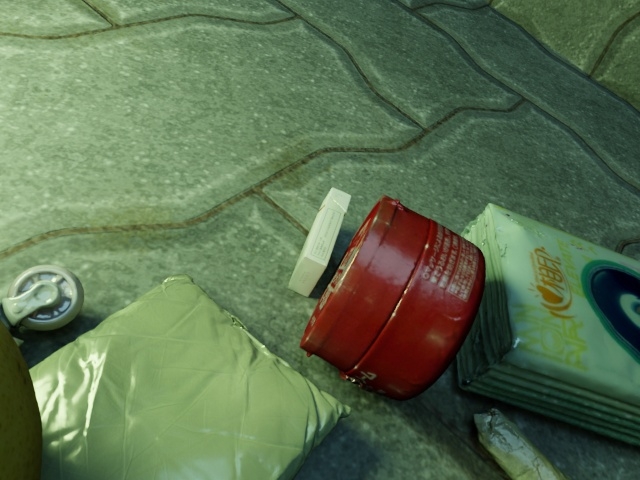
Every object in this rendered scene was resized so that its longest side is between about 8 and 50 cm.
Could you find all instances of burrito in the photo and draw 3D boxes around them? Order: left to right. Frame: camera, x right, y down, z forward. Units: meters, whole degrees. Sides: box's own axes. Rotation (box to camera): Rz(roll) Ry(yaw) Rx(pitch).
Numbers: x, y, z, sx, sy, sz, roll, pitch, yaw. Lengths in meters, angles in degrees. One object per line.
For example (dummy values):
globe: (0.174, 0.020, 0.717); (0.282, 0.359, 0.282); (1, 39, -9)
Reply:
burrito: (0.270, 0.290, 0.577); (0.188, 0.045, 0.058); (44, 42, 19)

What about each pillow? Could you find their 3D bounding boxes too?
pillow: (-0.153, 0.186, 0.471); (0.281, 0.076, 0.274); (35, 45, 16)

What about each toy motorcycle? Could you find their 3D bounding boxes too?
toy motorcycle: (-0.374, 0.093, 0.453); (0.254, 0.112, 0.112); (-12, 57, -29)

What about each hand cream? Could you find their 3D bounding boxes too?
hand cream: (0.086, 0.070, 0.568); (0.149, 0.230, 0.230); (27, 46, 0)

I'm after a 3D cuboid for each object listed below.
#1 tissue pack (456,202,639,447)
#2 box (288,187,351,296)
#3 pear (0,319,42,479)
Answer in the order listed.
tissue pack: (0.403, 0.135, 0.688); (0.388, 0.162, 0.287); (20, 44, -7)
box: (0.000, 0.000, 0.685); (0.040, 0.084, 0.154); (23, 47, -2)
pear: (-0.334, 0.144, 0.265); (0.314, 0.314, 0.314); (12, 48, -13)
